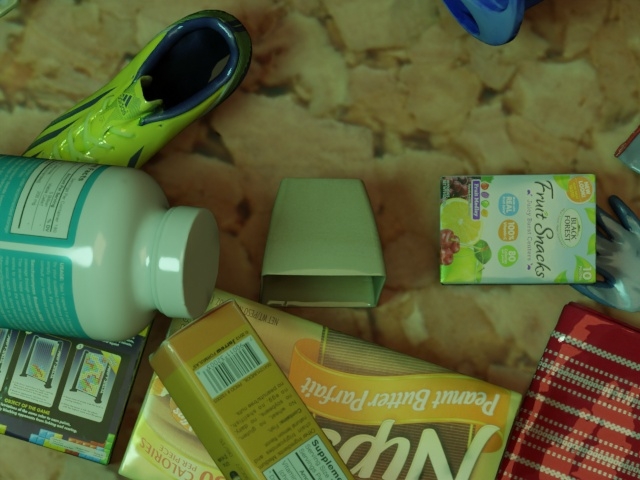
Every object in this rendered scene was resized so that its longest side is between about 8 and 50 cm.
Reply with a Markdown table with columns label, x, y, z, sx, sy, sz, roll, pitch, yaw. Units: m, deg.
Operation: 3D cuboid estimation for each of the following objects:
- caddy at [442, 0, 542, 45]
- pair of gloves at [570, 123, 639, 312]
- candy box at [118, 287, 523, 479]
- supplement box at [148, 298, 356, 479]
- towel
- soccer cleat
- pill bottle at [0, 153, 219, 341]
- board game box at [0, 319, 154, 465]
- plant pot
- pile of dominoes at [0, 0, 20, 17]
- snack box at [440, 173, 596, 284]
| label | x | y | z | sx | sy | sz | roll | pitch | yaw |
| --- | --- | --- | --- | --- | --- | --- | --- | --- | --- |
| caddy | 0.127 | -0.341 | 1.529 | 0.179 | 0.241 | 0.341 | -22 | 86 | -12 |
| pair of gloves | 0.318 | -0.015 | 1.620 | 0.159 | 0.023 | 0.198 | 38 | 85 | -2 |
| candy box | 0.000 | 0.172 | 1.550 | 0.316 | 0.087 | 0.183 | 19 | 84 | -2 |
| supplement box | -0.046 | 0.168 | 1.459 | 0.080 | 0.078 | 0.233 | -31 | 86 | -22 |
| towel | 0.264 | 0.213 | 1.593 | 0.199 | 0.031 | 0.275 | 23 | 84 | -1 |
| soccer cleat | -0.180 | -0.101 | 1.544 | 0.289 | 0.121 | 0.093 | -42 | 89 | -2 |
| pill bottle | -0.222 | 0.006 | 1.449 | 0.264 | 0.146 | 0.146 | 7 | 84 | 15 |
| board game box | -0.249 | 0.110 | 1.561 | 0.170 | 0.048 | 0.141 | 18 | 82 | -1 |
| plant pot | 0.000 | 0.000 | 1.561 | 0.109 | 0.109 | 0.096 | 0 | 74 | -3 |
| pile of dominoes | -0.273 | -0.340 | 1.566 | 0.196 | 0.040 | 0.251 | -36 | 77 | 1 |
| snack box | 0.179 | -0.010 | 1.592 | 0.141 | 0.037 | 0.100 | 0 | 86 | 7 |
